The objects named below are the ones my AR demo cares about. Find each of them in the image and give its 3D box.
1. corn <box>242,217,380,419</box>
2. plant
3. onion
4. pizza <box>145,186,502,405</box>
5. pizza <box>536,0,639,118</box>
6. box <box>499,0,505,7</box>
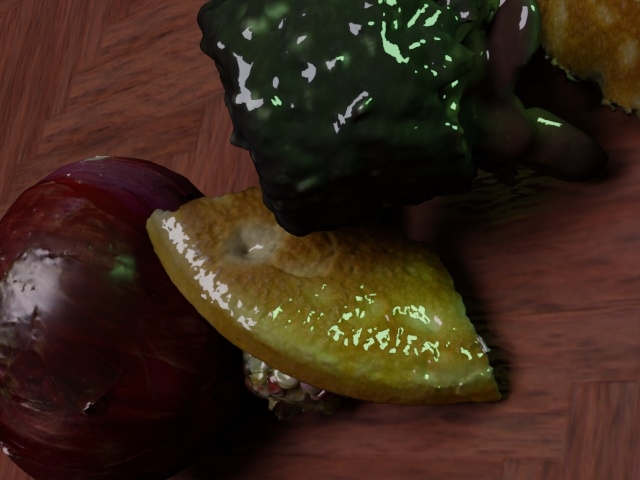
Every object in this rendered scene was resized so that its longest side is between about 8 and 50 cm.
[{"bbox_3d":[0.000,0.000,0.985,0.092,0.092,0.281,-12,63,48],"label":"corn"},{"bbox_3d":[0.044,-0.110,0.828,0.233,0.178,0.204,-20,70,2],"label":"plant"},{"bbox_3d":[-0.172,0.064,1.017,0.276,0.276,0.276,-26,54,42],"label":"onion"},{"bbox_3d":[0.003,0.037,0.880,0.056,0.271,0.134,101,-173,-53],"label":"pizza"},{"bbox_3d":[0.205,-0.171,0.843,0.226,0.069,0.147,49,133,53],"label":"pizza"},{"bbox_3d":[0.071,-0.167,0.956,0.175,0.048,0.112,21,89,24],"label":"box"}]
